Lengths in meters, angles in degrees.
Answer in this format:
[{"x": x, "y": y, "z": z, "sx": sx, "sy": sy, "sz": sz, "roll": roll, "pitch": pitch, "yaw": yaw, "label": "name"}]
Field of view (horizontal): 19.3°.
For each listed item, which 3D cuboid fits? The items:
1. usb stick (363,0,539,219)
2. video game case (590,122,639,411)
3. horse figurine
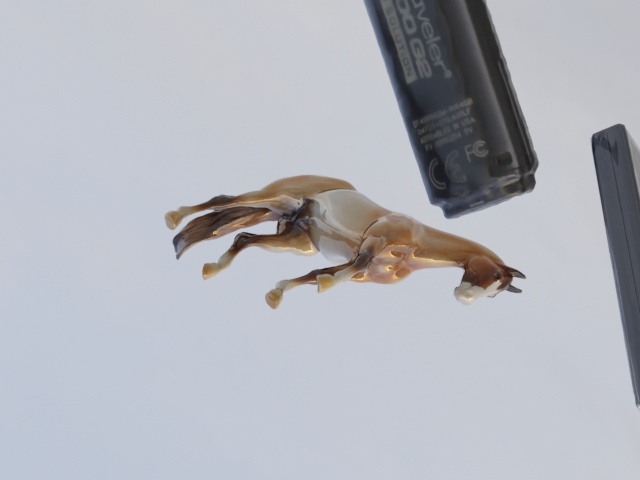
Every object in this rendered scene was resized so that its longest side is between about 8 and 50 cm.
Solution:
[{"x": 0.058, "y": -0.152, "z": 1.104, "sx": 0.045, "sy": 0.077, "sz": 0.278, "roll": -14, "pitch": -95, "yaw": -54, "label": "usb stick"}, {"x": 0.227, "y": 0.089, "z": 1.049, "sx": 0.274, "sy": 0.026, "sz": 0.196, "roll": 49, "pitch": -153, "yaw": -38, "label": "video game case"}, {"x": 0.000, "y": 0.000, "z": 1.404, "sx": 0.174, "sy": 0.066, "sz": 0.263, "roll": -18, "pitch": -155, "yaw": -38, "label": "horse figurine"}]
